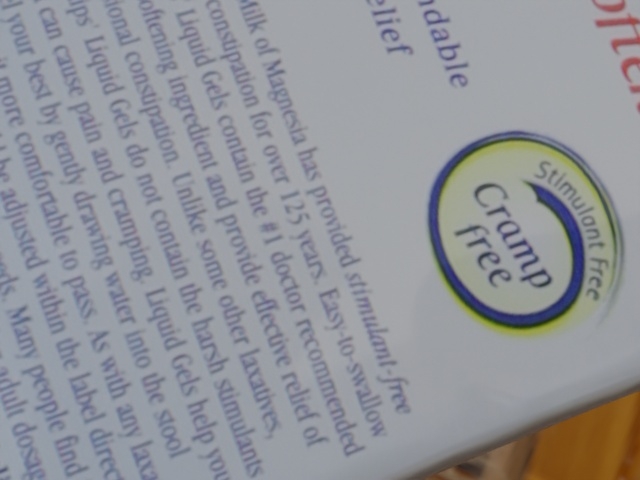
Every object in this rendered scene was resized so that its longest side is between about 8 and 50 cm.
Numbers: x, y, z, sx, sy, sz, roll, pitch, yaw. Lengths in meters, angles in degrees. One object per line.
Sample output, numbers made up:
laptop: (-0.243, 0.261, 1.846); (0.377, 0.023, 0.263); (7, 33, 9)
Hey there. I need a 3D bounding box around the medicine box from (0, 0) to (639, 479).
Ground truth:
medicine box: (0.000, 0.000, 0.528); (0.289, 0.263, 0.149); (-20, -96, -18)
